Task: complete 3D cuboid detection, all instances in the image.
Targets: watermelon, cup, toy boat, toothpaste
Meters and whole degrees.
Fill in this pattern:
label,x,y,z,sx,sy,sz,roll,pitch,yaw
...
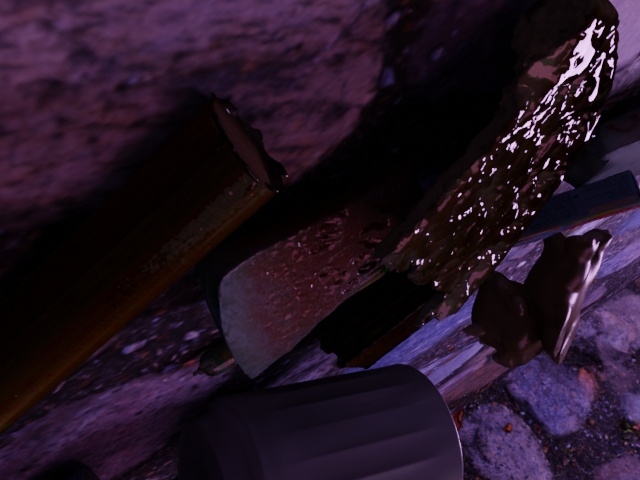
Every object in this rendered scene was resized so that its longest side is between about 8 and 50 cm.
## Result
label,x,y,z,sx,sy,sz,roll,pitch,yaw
watermelon,0.000,0.000,0.716,0.241,0.094,0.154,-31,150,-12
cup,-0.027,0.298,1.105,0.327,0.323,0.237,-6,103,-28
toy boat,0.410,-0.137,1.046,0.208,0.079,0.134,-16,157,-15
toothpaste,0.331,-0.038,1.069,0.193,0.044,0.070,-19,167,24

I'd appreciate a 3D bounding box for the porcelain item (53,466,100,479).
label,x,y,z,sx,sy,sz,roll,pitch,yaw
porcelain item,-0.298,0.359,0.944,0.114,0.147,0.147,-30,159,-13

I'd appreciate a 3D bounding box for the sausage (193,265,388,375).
label,x,y,z,sx,sy,sz,roll,pitch,yaw
sausage,-0.027,0.082,0.904,0.269,0.033,0.033,-30,159,-11

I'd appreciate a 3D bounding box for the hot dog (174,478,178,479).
label,x,y,z,sx,sy,sz,roll,pitch,yaw
hot dog,-0.143,0.399,1.383,0.249,0.068,0.100,-16,163,-35

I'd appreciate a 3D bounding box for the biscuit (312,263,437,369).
label,x,y,z,sx,sy,sz,roll,pitch,yaw
biscuit,0.108,0.081,1.053,0.252,0.070,0.106,-39,158,15

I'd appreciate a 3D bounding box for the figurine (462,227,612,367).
label,x,y,z,sx,sy,sz,roll,pitch,yaw
figurine,0.336,0.080,1.283,0.177,0.173,0.247,-7,115,-58

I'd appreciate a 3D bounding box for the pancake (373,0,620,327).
label,x,y,z,sx,sy,sz,roll,pitch,yaw
pancake,0.172,-0.058,0.781,0.305,0.067,0.427,-46,160,-2

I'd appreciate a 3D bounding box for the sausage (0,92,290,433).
label,x,y,z,sx,sy,sz,roll,pitch,yaw
sausage,-0.177,0.051,0.554,0.371,0.082,0.082,-39,159,16
